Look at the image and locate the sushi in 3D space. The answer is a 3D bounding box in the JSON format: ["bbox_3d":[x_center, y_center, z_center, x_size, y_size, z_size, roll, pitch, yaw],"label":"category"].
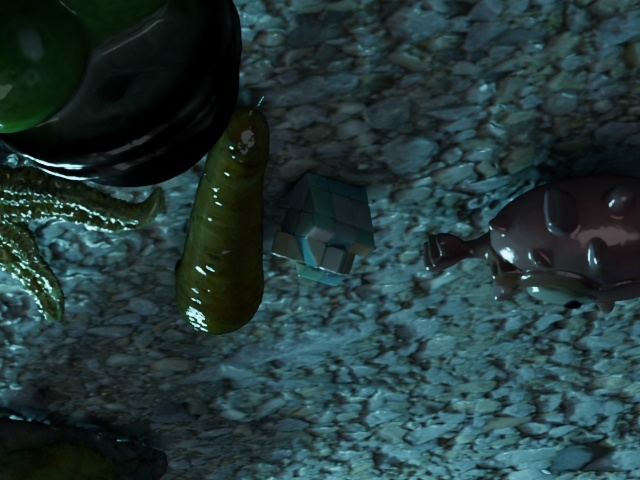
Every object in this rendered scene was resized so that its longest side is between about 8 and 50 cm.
[{"bbox_3d":[-0.274,0.235,1.854,0.161,0.241,0.107,51,144,-4],"label":"sushi"}]

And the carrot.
[{"bbox_3d":[-0.069,-0.028,1.511,0.078,0.078,0.298,2,144,-9],"label":"carrot"}]

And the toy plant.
[{"bbox_3d":[-0.142,-0.140,1.226,0.218,0.175,0.235,-50,151,-7],"label":"toy plant"}]

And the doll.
[{"bbox_3d":[0.215,0.002,1.560,0.262,0.093,0.211,-3,157,1],"label":"doll"}]

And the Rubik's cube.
[{"bbox_3d":[-0.002,-0.002,1.544,0.075,0.084,0.073,30,133,-19],"label":"Rubik's cube"}]

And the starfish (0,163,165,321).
[{"bbox_3d":[-0.312,-0.023,1.476,0.347,0.078,0.358,13,156,-33],"label":"starfish"}]
